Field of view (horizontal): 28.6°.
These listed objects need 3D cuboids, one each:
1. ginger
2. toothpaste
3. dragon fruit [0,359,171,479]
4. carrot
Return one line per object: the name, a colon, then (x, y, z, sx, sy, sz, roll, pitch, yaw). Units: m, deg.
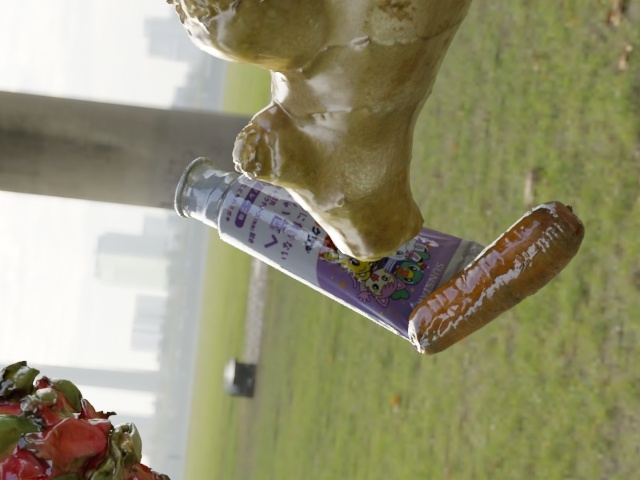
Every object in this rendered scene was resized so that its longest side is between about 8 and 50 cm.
ginger: (0.020, -0.133, 0.824, 0.236, 0.166, 0.375, -25, -52, -52)
toothpaste: (0.000, 0.000, 1.197, 0.114, 0.299, 0.073, -60, -24, -18)
dragon fruit: (-0.255, 0.247, 1.032, 0.231, 0.237, 0.303, 44, 126, 25)
carrot: (0.152, 0.037, 1.094, 0.186, 0.060, 0.060, -42, 17, 11)
